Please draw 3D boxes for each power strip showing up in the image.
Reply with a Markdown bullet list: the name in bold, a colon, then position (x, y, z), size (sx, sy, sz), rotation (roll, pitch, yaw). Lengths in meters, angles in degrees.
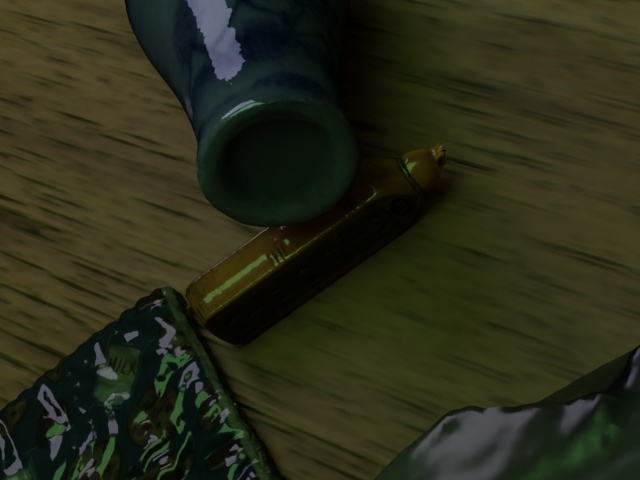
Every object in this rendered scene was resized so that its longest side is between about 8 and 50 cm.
- **power strip**: position (0.000, 0.000, 1.083), size (0.178, 0.049, 0.028), rotation (-36, 54, 13)

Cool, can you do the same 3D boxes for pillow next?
- **pillow**: position (-0.107, 0.159, 1.079), size (0.189, 0.034, 0.255), rotation (-43, 50, 9)

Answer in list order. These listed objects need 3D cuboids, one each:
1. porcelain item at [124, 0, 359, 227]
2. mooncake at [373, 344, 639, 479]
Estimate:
- **porcelain item**: position (-0.041, -0.121, 1.109), size (0.141, 0.141, 0.259), rotation (-32, 41, 16)
- **mooncake**: position (0.164, 0.159, 0.817), size (0.250, 0.136, 0.254), rotation (-31, 46, 15)
